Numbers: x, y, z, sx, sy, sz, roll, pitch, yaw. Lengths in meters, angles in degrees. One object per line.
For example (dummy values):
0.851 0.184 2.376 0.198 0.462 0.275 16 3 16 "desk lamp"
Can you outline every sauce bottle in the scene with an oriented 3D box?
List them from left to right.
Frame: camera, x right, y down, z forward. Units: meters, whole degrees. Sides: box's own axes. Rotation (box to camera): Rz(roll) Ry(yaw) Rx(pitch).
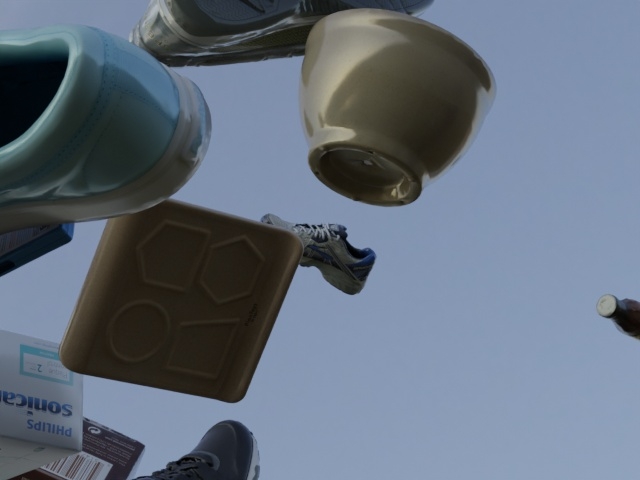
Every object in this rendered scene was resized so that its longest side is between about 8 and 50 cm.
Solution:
0.347 0.087 1.980 0.042 0.042 0.128 -31 -36 28 "sauce bottle"

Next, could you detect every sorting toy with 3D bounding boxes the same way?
-0.139 0.056 1.786 0.208 0.038 0.193 16 -78 -31 "sorting toy"

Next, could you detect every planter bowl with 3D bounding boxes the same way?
0.050 -0.095 1.451 0.162 0.109 0.162 16 -25 7 "planter bowl"

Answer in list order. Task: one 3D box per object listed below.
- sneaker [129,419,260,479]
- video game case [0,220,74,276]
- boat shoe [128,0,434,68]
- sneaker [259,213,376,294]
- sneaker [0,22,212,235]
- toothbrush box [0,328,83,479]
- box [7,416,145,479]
-0.169 0.302 2.082 0.107 0.283 0.124 -11 -51 41 "sneaker"
-0.235 -0.007 1.220 0.166 0.119 0.015 -26 -53 18 "video game case"
-0.029 -0.217 1.626 0.320 0.118 0.103 -19 -12 -42 "boat shoe"
0.000 0.000 1.891 0.135 0.052 0.058 28 -64 -17 "sneaker"
-0.260 -0.068 1.137 0.366 0.135 0.150 -16 -30 21 "sneaker"
-0.432 0.192 1.986 0.216 0.126 0.295 17 -28 -38 "toothbrush box"
-0.374 0.373 2.548 0.168 0.167 0.203 24 -65 0 "box"
